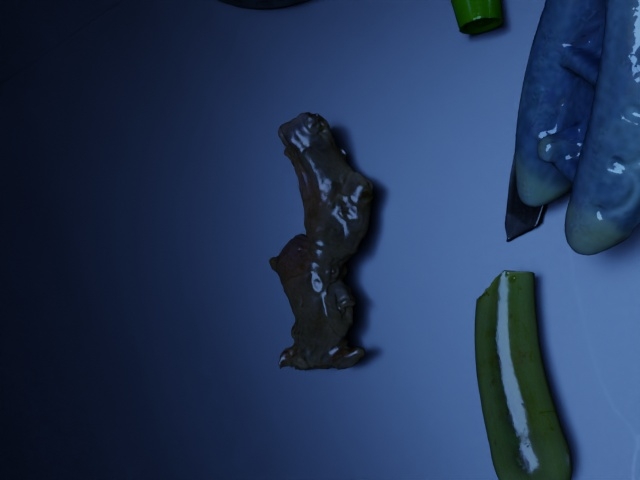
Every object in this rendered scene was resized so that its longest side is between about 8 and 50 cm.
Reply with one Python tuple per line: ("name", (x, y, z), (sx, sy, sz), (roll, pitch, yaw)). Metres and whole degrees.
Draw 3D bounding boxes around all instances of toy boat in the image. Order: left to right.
("toy boat", (0.258, -0.161, 1.232), (0.123, 0.215, 0.329), (7, 115, -19))

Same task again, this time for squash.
("squash", (0.210, 0.158, 1.347), (0.083, 0.083, 0.250), (-11, 80, 17))

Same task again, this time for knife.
("knife", (0.240, -0.107, 1.381), (0.060, 0.028, 0.230), (19, 96, 27))

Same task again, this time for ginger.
("ginger", (0.000, 0.002, 1.430), (0.122, 0.084, 0.290), (0, 91, 40))

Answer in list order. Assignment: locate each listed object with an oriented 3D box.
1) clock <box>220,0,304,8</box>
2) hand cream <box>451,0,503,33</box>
("clock", (-0.067, -0.425, 1.477), (0.313, 0.061, 0.312), (-1, 86, 18))
("hand cream", (0.155, -0.366, 1.415), (0.079, 0.050, 0.275), (-7, 79, -10))
